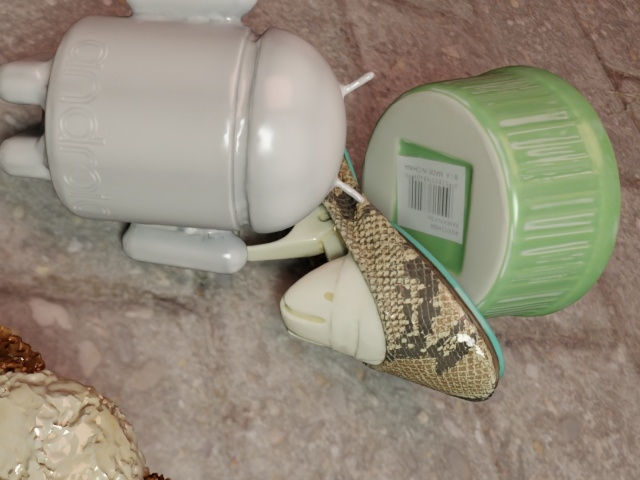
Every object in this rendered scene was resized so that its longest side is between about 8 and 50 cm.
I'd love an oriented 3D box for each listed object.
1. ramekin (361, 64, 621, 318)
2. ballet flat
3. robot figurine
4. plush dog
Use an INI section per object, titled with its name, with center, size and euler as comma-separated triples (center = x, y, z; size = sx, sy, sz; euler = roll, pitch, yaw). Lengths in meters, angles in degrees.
[ramekin]
center = 0.179, -0.049, 1.032
size = 0.148, 0.303, 0.303
euler = -9, 60, -32
[ballet flat]
center = 0.000, 0.000, 0.980
size = 0.182, 0.164, 0.483
euler = -19, 60, -22
[robot figurine]
center = -0.128, -0.111, 0.864
size = 0.353, 0.300, 0.200
euler = 4, 22, 3
[plush dog]
center = -0.209, 0.177, 0.545
size = 0.262, 0.225, 0.210
euler = 43, 4, 5
